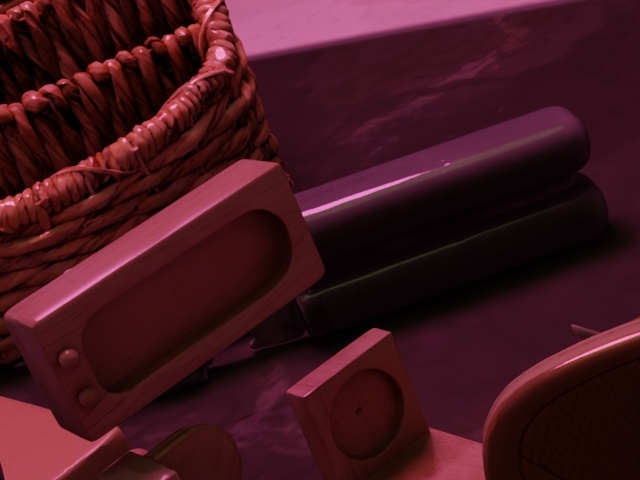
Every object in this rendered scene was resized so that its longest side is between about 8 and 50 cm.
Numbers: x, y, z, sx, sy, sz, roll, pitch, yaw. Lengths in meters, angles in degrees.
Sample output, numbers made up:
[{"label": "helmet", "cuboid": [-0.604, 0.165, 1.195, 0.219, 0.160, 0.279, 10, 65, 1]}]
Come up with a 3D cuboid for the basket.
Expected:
[{"label": "basket", "cuboid": [-0.189, -0.067, 0.957, 0.299, 0.223, 0.213, -22, 21, -6]}]

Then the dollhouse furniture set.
[{"label": "dollhouse furniture set", "cuboid": [0.002, 0.062, 0.573, 0.144, 0.151, 0.123, -35, 26, -28]}]

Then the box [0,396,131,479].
[{"label": "box", "cuboid": [-0.208, 0.138, 0.755, 0.164, 0.021, 0.201, 5, 32, 48]}]

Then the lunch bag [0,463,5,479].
[{"label": "lunch bag", "cuboid": [-0.213, 0.128, 0.559, 0.219, 0.176, 0.090, -30, 55, -24]}]

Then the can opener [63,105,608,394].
[{"label": "can opener", "cuboid": [0.000, 0.000, 0.827, 0.283, 0.076, 0.095, -19, 22, -1]}]

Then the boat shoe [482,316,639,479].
[{"label": "boat shoe", "cuboid": [0.190, 0.044, 0.534, 0.285, 0.105, 0.089, -10, 17, -3]}]
